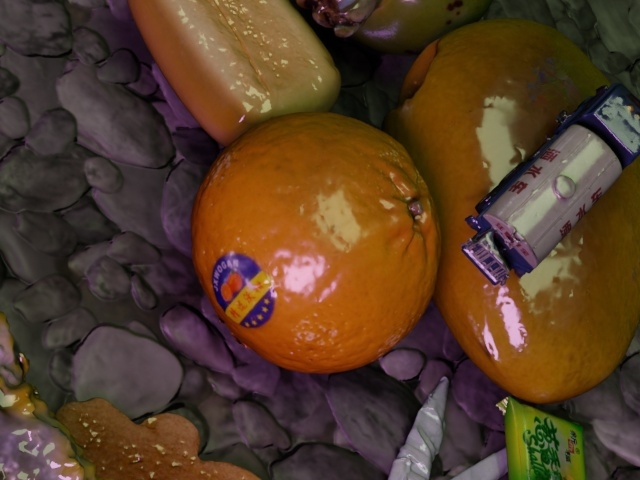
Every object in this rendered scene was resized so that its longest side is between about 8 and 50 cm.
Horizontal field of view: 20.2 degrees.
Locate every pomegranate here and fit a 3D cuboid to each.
[{"bbox_3d":[0.060,-0.262,1.680,0.202,0.202,0.248,48,40,4],"label":"pomegranate"}]

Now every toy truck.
[{"bbox_3d":[0.196,-0.048,1.489,0.074,0.088,0.201,46,68,0],"label":"toy truck"}]

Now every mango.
[{"bbox_3d":[0.183,-0.029,1.615,0.253,0.182,0.365,5,60,-25],"label":"mango"}]

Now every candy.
[{"bbox_3d":[0.200,0.226,1.555,0.102,0.032,0.178,22,53,-36],"label":"candy"}]

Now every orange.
[{"bbox_3d":[-0.002,-0.001,1.494,0.219,0.193,0.219,28,35,-22],"label":"orange"}]

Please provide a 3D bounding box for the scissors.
[{"bbox_3d":[0.055,0.252,1.468,0.256,0.029,0.383,41,47,5],"label":"scissors"}]

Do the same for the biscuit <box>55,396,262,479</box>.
[{"bbox_3d":[-0.117,0.210,1.376,0.225,0.036,0.166,25,47,-2],"label":"biscuit"}]

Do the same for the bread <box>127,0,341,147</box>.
[{"bbox_3d":[-0.085,-0.174,1.605,0.147,0.098,0.217,-20,71,-37],"label":"bread"}]

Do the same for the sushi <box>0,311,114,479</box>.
[{"bbox_3d":[-0.328,0.211,1.135,0.351,0.240,0.396,49,47,7],"label":"sushi"}]
